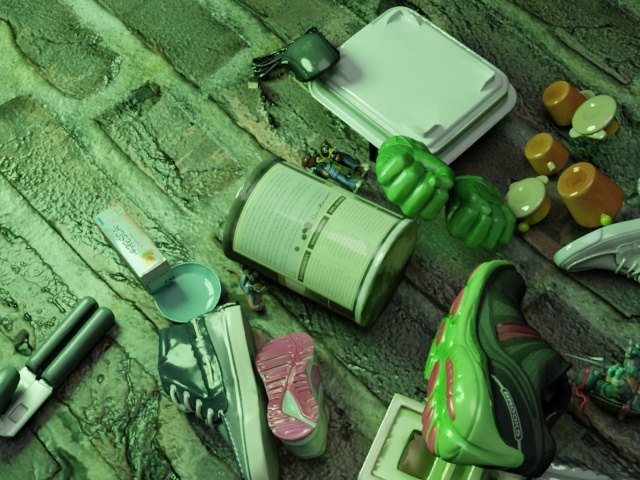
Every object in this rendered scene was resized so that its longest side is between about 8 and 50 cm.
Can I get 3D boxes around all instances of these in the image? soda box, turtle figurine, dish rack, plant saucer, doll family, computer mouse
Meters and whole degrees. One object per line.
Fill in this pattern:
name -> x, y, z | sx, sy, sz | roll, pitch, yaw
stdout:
soda box -> -0.337, 0.013, 1.754 | 0.058, 0.063, 0.183 | -34, 55, -14
turtle figurine -> 0.500, 0.231, 1.558 | 0.234, 0.118, 0.175 | 22, 24, 14
dish rack -> 0.170, -0.299, 1.822 | 0.285, 0.072, 0.333 | -41, 64, -19
plant saucer -> -0.235, 0.096, 1.737 | 0.119, 0.021, 0.119 | -2, 61, 3
doll family -> 0.023, -0.138, 1.769 | 0.111, 0.193, 0.076 | 32, 90, -5
computer mouse -> -0.067, -0.348, 1.869 | 0.184, 0.060, 0.262 | -32, 25, 4

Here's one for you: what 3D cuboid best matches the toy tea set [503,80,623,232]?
toy tea set -> 0.472, -0.148, 1.784 | 0.200, 0.124, 0.336 | -6, 53, 46

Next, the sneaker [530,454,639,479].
sneaker -> 0.450, 0.409, 1.486 | 0.281, 0.105, 0.115 | 12, 92, 9

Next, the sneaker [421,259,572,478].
sneaker -> 0.276, 0.198, 1.491 | 0.202, 0.185, 0.483 | 25, 31, -1

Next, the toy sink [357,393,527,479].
toy sink -> 0.193, 0.359, 1.494 | 0.234, 0.131, 0.153 | 21, 65, 15

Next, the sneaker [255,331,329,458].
sneaker -> -0.043, 0.256, 1.591 | 0.103, 0.111, 0.252 | -12, 38, 5

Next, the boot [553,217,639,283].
boot -> 0.543, 0.035, 1.675 | 0.258, 0.095, 0.123 | -18, 68, 0

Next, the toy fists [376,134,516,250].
toy fists -> 0.218, -0.078, 1.681 | 0.279, 0.096, 0.142 | 28, 36, -21

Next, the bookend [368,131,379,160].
bookend -> 0.166, -0.239, 1.868 | 0.156, 0.072, 0.157 | -4, 60, 1

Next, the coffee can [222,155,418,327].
coffee can -> 0.000, 0.000, 1.670 | 0.275, 0.201, 0.201 | 26, 66, 18

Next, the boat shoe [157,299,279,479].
boat shoe -> -0.171, 0.268, 1.590 | 0.158, 0.127, 0.341 | -16, 53, 2

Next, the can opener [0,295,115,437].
can opener -> -0.467, 0.206, 1.650 | 0.076, 0.095, 0.283 | 31, 67, 19

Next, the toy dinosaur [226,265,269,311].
toy dinosaur -> -0.125, 0.088, 1.736 | 0.090, 0.047, 0.082 | -12, 67, 40

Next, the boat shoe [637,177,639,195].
boat shoe -> 0.703, -0.083, 1.738 | 0.258, 0.095, 0.084 | -7, 64, 12
